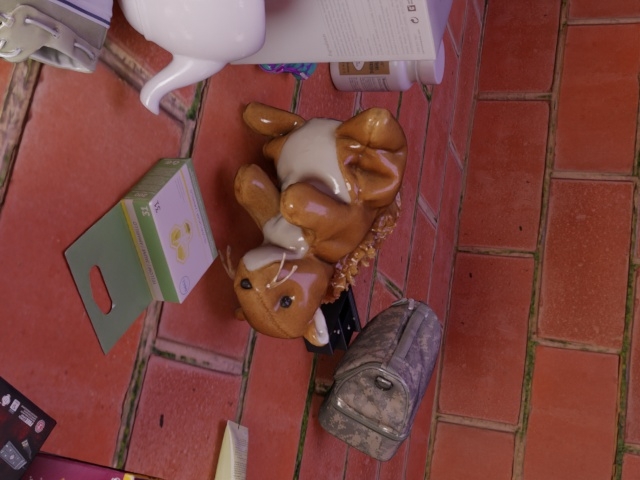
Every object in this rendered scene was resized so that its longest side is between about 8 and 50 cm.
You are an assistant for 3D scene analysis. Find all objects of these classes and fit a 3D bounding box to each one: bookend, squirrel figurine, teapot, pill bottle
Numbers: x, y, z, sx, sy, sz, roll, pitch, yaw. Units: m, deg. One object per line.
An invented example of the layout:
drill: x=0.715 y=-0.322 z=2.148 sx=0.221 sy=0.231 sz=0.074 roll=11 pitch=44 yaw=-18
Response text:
bookend: x=0.025 y=0.200 z=1.640 sx=0.157 sy=0.072 sz=0.156 roll=-64 pitch=150 yaw=-42
squirrel figurine: x=0.000 y=0.000 z=1.290 sx=0.397 sy=0.280 sz=0.371 roll=38 pitch=66 yaw=-62
teapot: x=-0.176 y=-0.333 z=0.901 sx=0.253 sy=0.187 sz=0.256 roll=94 pitch=-16 yaw=-61
pill bottle: x=0.147 y=-0.390 z=1.620 sx=0.131 sy=0.229 sz=0.131 roll=4 pitch=90 yaw=-69

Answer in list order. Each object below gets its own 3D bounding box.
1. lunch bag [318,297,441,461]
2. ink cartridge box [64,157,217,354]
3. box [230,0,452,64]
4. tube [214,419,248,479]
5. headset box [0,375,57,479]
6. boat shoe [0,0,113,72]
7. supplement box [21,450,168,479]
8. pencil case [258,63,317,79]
lunch bag: x=0.154 y=0.300 z=1.706 sx=0.305 sy=0.212 sz=0.256 roll=-51 pitch=168 yaw=-53
ink cartridge box: x=-0.227 y=0.017 z=0.996 sx=0.235 sy=0.056 sz=0.171 roll=-61 pitch=149 yaw=-50
box: x=0.018 y=-0.403 z=1.134 sx=0.168 sy=0.345 sz=0.215 roll=66 pitch=35 yaw=-49
tube: x=-0.157 y=0.431 z=1.259 sx=0.070 sy=0.062 sz=0.240 roll=148 pitch=-47 yaw=-60
headset box: x=-0.368 y=0.206 z=0.553 sx=0.293 sy=0.110 sz=0.218 roll=-62 pitch=151 yaw=-29
boat shoe: x=-0.294 y=-0.218 z=0.712 sx=0.302 sy=0.109 sz=0.094 roll=-18 pitch=113 yaw=-70
supplement box: x=-0.262 y=0.281 z=0.771 sx=0.081 sy=0.188 sz=0.104 roll=48 pitch=50 yaw=-60
pencil case: x=-0.057 y=-0.327 z=1.341 sx=0.151 sy=0.064 sz=0.070 roll=-18 pitch=86 yaw=-66
